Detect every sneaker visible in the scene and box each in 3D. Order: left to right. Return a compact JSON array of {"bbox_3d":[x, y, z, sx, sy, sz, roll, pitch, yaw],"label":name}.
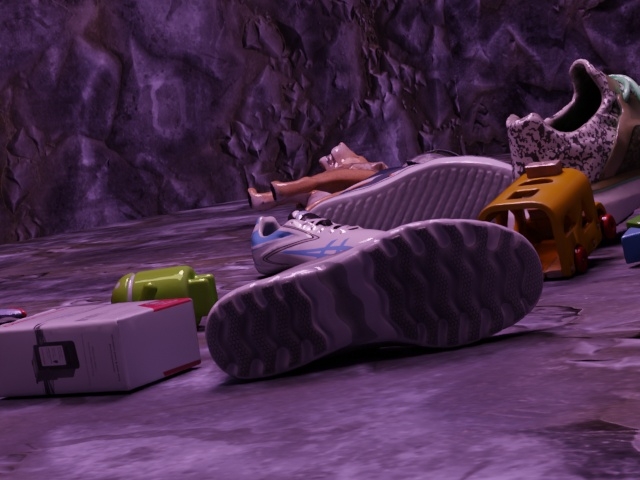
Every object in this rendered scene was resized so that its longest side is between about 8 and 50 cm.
[{"bbox_3d":[0.000,0.000,1.952,0.237,0.086,0.085,-3,6,42],"label":"sneaker"},{"bbox_3d":[0.042,0.040,1.271,0.281,0.105,0.115,-9,5,-2],"label":"sneaker"},{"bbox_3d":[0.141,-0.049,2.022,0.321,0.126,0.127,-8,10,25],"label":"sneaker"},{"bbox_3d":[0.371,-0.144,1.864,0.410,0.182,0.158,-29,20,-37],"label":"sneaker"}]

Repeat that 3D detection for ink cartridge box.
[{"bbox_3d":[-0.198,0.093,1.330,0.151,0.063,0.109,-6,6,32],"label":"ink cartridge box"}]

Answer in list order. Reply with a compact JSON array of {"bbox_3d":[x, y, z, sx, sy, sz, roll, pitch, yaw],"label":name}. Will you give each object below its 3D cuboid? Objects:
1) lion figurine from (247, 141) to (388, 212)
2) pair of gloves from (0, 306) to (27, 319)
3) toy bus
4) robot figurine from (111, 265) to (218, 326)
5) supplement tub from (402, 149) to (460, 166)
[{"bbox_3d":[0.028,-0.056,2.287,0.240,0.142,0.392,-12,10,-11],"label":"lion figurine"},{"bbox_3d":[-0.473,0.104,1.953,0.159,0.023,0.198,-9,5,-30],"label":"pair of gloves"},{"bbox_3d":[0.243,-0.030,1.621,0.191,0.104,0.202,-18,16,-14],"label":"toy bus"},{"bbox_3d":[-0.167,0.063,1.603,0.115,0.067,0.101,-8,9,12],"label":"robot figurine"},{"bbox_3d":[0.177,-0.081,2.393,0.117,0.117,0.190,-8,4,12],"label":"supplement tub"}]
